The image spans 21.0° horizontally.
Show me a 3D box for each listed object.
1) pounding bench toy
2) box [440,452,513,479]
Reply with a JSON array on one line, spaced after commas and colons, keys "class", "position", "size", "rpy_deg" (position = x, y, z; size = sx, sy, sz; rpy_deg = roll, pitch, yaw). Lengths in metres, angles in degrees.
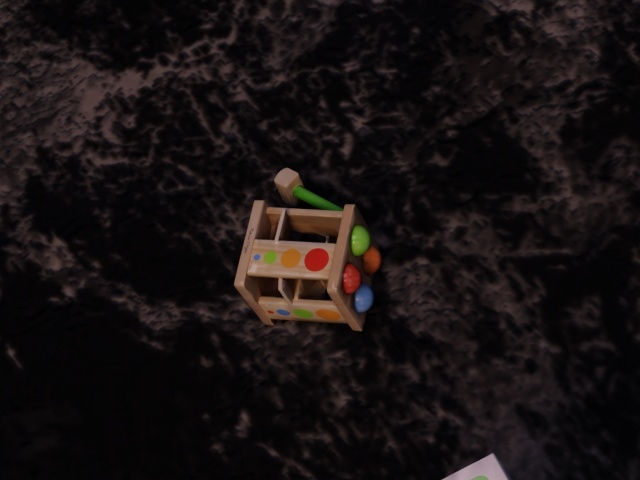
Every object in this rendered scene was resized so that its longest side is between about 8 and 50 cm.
[{"class": "pounding bench toy", "position": [0.000, 0.000, 0.935], "size": [0.065, 0.052, 0.083], "rpy_deg": [2, 63, 20]}, {"class": "box", "position": [0.094, 0.251, 0.660], "size": [0.127, 0.231, 0.262], "rpy_deg": [-29, 56, 3]}]
